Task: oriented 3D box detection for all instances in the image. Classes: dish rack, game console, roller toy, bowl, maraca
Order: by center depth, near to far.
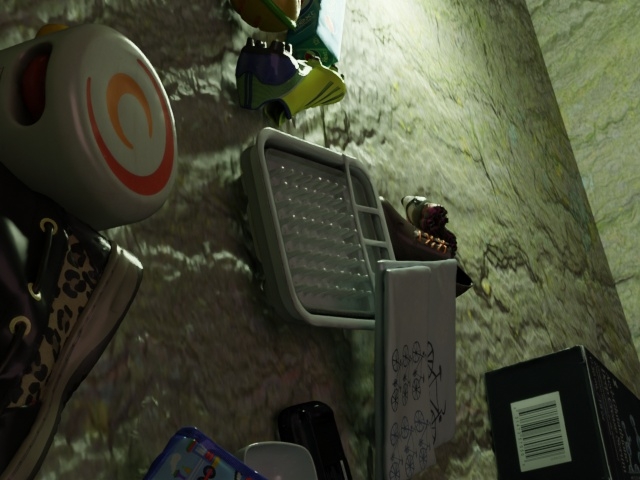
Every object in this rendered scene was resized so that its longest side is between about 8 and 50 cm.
[{"bbox_3d":[-0.244,-0.103,0.896,0.191,0.146,0.209,-49,125,-64],"label":"roller toy"},{"bbox_3d":[-0.056,0.303,1.052,0.142,0.053,0.142,20,55,-53],"label":"bowl"},{"bbox_3d":[0.032,0.380,1.174,0.213,0.044,0.361,4,69,-62],"label":"game console"},{"bbox_3d":[0.000,0.000,1.348,0.333,0.072,0.285,12,61,-58],"label":"dish rack"},{"bbox_3d":[-0.097,-0.389,1.424,0.186,0.099,0.127,55,9,31],"label":"maraca"}]

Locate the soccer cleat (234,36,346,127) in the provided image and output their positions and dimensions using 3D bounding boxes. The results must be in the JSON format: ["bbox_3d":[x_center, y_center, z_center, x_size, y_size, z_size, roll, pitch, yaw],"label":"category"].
[{"bbox_3d":[-0.047,-0.231,1.437,0.289,0.093,0.121,0,101,-66],"label":"soccer cleat"}]

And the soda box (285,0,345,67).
[{"bbox_3d":[-0.006,-0.383,1.607,0.071,0.067,0.210,46,35,-36],"label":"soda box"}]

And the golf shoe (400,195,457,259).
[{"bbox_3d":[0.200,-0.014,1.719,0.067,0.086,0.186,-40,137,-19],"label":"golf shoe"}]

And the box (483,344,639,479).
[{"bbox_3d":[0.513,0.426,1.827,0.395,0.212,0.293,37,40,-47],"label":"box"}]

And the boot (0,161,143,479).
[{"bbox_3d":[-0.312,0.055,0.678,0.284,0.138,0.377,49,42,-23],"label":"boot"}]

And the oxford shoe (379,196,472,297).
[{"bbox_3d":[0.172,0.007,1.622,0.271,0.098,0.097,47,34,-36],"label":"oxford shoe"}]

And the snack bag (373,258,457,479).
[{"bbox_3d":[0.159,0.190,1.434,0.342,0.037,0.323,2,88,-64],"label":"snack bag"}]

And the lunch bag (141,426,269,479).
[{"bbox_3d":[-0.097,0.333,0.868,0.293,0.138,0.221,42,48,-10],"label":"lunch bag"}]
